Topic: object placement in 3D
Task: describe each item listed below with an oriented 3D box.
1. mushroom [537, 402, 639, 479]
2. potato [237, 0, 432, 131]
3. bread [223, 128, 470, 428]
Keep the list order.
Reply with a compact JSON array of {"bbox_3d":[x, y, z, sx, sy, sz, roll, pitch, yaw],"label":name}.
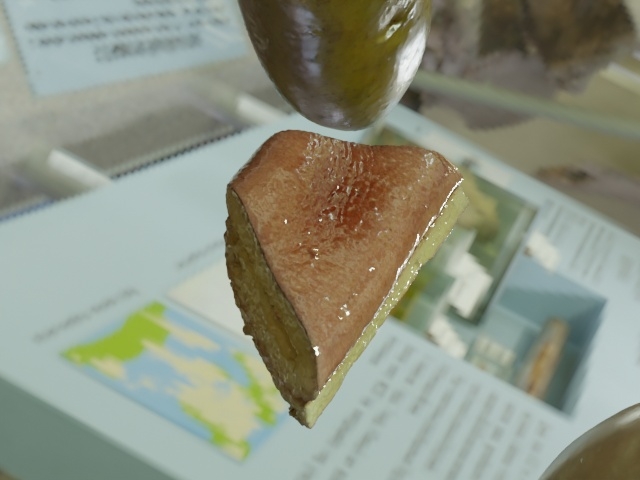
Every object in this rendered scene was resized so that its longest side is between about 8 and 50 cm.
[{"bbox_3d":[0.331,0.299,1.353,0.362,0.362,0.294,-64,166,14],"label":"mushroom"},{"bbox_3d":[0.002,-0.227,1.106,0.195,0.176,0.369,-119,-164,-47],"label":"potato"},{"bbox_3d":[0.000,0.001,0.919,0.192,0.119,0.067,-50,178,-39],"label":"bread"}]
